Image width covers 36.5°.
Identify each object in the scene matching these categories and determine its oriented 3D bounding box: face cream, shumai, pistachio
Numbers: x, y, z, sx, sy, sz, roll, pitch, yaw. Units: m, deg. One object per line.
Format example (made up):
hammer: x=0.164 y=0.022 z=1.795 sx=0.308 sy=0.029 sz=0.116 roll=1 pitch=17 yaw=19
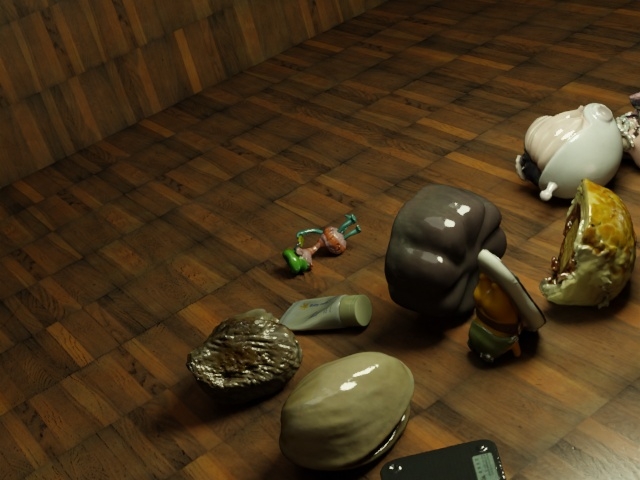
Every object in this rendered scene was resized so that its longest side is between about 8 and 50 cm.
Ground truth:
face cream: x=0.003 y=0.162 z=2.182 sx=0.224 sy=0.070 sz=0.114 roll=-5 pitch=31 yaw=35
shumai: x=-0.159 y=0.250 z=2.049 sx=0.218 sy=0.184 sz=0.185 roll=-35 pitch=-2 yaw=-9
pistachio: x=0.051 y=0.318 z=1.798 sx=0.288 sy=0.166 sz=0.197 roll=-24 pitch=54 yaw=-21

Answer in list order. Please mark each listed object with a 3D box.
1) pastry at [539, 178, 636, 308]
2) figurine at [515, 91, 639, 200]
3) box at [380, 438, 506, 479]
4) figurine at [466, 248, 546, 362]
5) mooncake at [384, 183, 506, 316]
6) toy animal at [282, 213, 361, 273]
pastry: x=0.572 y=0.012 z=2.002 sx=0.170 sy=0.237 sz=0.256 roll=21 pitch=36 yaw=6
figurine: x=0.664 y=-0.228 z=2.330 sx=0.361 sy=0.253 sz=0.211 roll=-11 pitch=46 yaw=-7
box: x=0.216 y=0.472 z=1.562 sx=0.211 sy=0.058 sz=0.350 roll=-13 pitch=31 yaw=4
figurine: x=0.331 y=0.141 z=1.914 sx=0.141 sy=0.250 sz=0.166 roll=-41 pitch=38 yaw=-4
mooncake: x=0.270 y=0.027 z=2.057 sx=0.154 sy=0.306 sz=0.306 roll=18 pitch=44 yaw=36
toy animal: x=0.000 y=0.000 z=2.403 sx=0.208 sy=0.100 sz=0.103 roll=-33 pitch=71 yaw=-4
